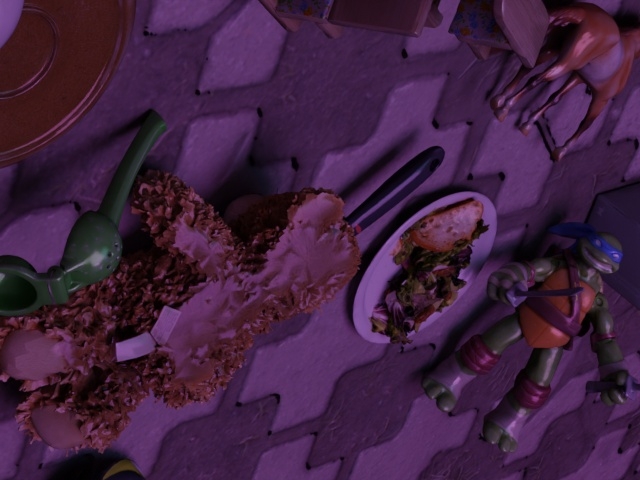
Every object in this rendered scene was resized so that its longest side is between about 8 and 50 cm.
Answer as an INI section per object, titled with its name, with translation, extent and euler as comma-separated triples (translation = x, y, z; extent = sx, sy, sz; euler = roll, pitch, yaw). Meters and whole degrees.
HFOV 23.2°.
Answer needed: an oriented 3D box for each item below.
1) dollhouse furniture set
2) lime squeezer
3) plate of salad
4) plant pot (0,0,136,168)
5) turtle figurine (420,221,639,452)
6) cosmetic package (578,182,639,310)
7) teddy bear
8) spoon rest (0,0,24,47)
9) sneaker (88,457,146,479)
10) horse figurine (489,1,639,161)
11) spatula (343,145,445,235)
[dollhouse furniture set]
translation = 0.069, -0.271, 1.133
extent = 0.161, 0.212, 0.242
euler = 41, 66, -59
[lime squeezer]
translation = -0.223, 0.004, 1.173
extent = 0.310, 0.110, 0.059
euler = -32, 162, -20
[plate of salad]
translation = 0.118, 0.036, 1.653
extent = 0.200, 0.048, 0.200
euler = -30, 144, -25
[plant pot]
translation = -0.223, -0.137, 1.099
extent = 0.236, 0.032, 0.236
euler = -30, 143, -25
[turtle figurine]
translation = 0.247, 0.124, 1.736
extent = 0.198, 0.274, 0.266
euler = 19, 120, -38
[cosmetic package]
translation = 0.437, -0.008, 1.894
extent = 0.238, 0.127, 0.107
euler = -16, 136, -35
[teddy bear]
translation = -0.131, 0.053, 1.349
extent = 0.338, 0.113, 0.245
euler = -43, 129, -5
[spoon rest]
translation = -0.230, -0.216, 0.956
extent = 0.137, 0.084, 0.276
euler = 14, 124, -20
[sneaker]
translation = -0.180, 0.323, 1.554
extent = 0.111, 0.121, 0.300
euler = -37, 146, -16
[horse figurine]
translation = 0.252, -0.177, 1.563
extent = 0.174, 0.066, 0.263
euler = -47, 150, 12
[spatula]
translation = 0.000, 0.000, 1.483
extent = 0.296, 0.030, 0.084
euler = -34, 144, -7
